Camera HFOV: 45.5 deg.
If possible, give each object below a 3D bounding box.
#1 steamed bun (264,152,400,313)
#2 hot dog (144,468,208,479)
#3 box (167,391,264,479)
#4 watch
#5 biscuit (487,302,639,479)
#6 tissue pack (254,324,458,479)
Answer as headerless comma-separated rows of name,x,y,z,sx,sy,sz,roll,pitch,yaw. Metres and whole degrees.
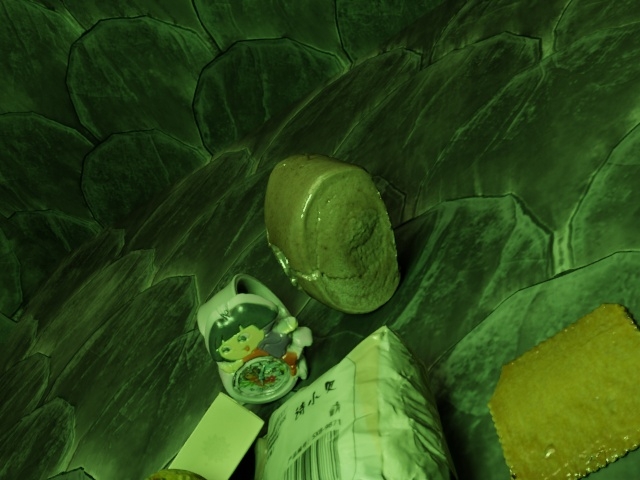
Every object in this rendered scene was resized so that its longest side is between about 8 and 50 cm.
steamed bun,0.000,0.000,1.416,0.199,0.301,0.251,-32,28,-23
hot dog,-0.172,0.442,1.057,0.122,0.272,0.196,-13,11,3
box,-0.189,0.366,1.285,0.168,0.095,0.212,-53,-3,-25
watch,-0.128,0.157,1.446,0.196,0.244,0.231,-37,33,15
biscuit,0.325,0.200,0.979,0.232,0.013,0.237,-36,26,17
tissue pack,0.012,0.335,1.021,0.375,0.195,0.390,-45,24,25
